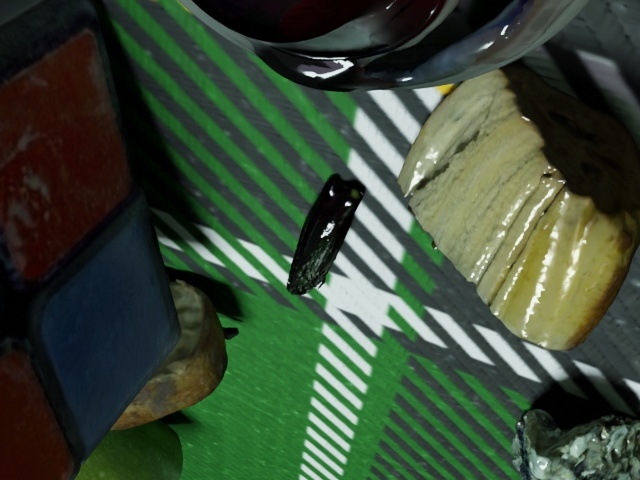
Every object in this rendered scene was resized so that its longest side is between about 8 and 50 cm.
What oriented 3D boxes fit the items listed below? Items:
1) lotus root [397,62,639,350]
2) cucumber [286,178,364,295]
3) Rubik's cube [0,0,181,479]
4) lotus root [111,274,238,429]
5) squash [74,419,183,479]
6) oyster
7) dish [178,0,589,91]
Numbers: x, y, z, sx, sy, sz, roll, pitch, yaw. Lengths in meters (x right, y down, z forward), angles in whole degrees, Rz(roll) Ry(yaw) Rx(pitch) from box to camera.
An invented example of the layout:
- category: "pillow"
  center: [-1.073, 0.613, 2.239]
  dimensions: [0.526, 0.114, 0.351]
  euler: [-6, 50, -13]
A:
- category: "lotus root"
  center: [0.128, -0.025, 0.519]
  dimensions: [0.159, 0.095, 0.135]
  euler: [58, 150, 24]
- category: "cucumber"
  center: [-0.001, 0.001, 0.681]
  dimensions: [0.033, 0.034, 0.135]
  euler: [28, 148, 4]
- category: "Rubik's cube"
  center: [-0.322, 0.024, 0.607]
  dimensions: [0.316, 0.313, 0.319]
  euler: [7, 127, 23]
- category: "lotus root"
  center: [-0.216, 0.089, 0.839]
  dimensions: [0.260, 0.170, 0.074]
  euler: [11, 149, 12]
- category: "squash"
  center: [-0.383, 0.228, 1.050]
  dimensions: [0.263, 0.263, 0.384]
  euler: [-11, 132, 43]
- category: "oyster"
  center: [0.246, 0.213, 0.800]
  dimensions: [0.199, 0.087, 0.252]
  euler: [25, 160, 1]
- category: "dish"
  center: [-0.004, -0.145, 0.385]
  dimensions: [0.273, 0.134, 0.273]
  euler: [17, 148, 11]
